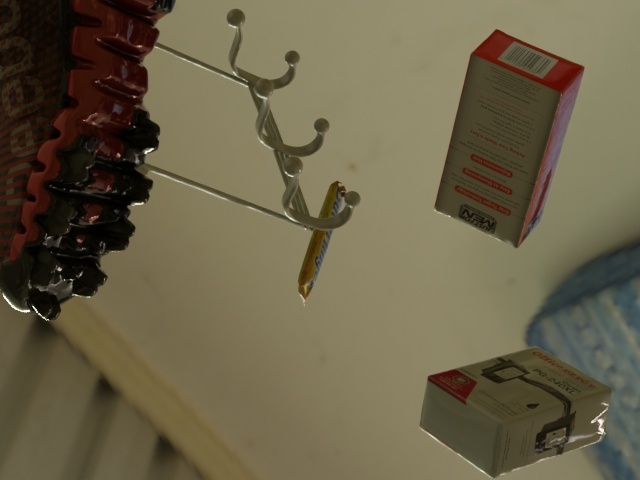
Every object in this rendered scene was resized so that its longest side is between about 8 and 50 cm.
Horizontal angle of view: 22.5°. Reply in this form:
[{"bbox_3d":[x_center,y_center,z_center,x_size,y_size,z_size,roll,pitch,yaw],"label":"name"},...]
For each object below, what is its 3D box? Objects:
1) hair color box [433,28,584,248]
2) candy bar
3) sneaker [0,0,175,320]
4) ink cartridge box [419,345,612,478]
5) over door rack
[{"bbox_3d":[0.131,-0.070,1.137,0.072,0.141,0.043,27,-137,17],"label":"hair color box"},{"bbox_3d":[0.000,0.000,1.967,0.040,0.018,0.161,62,-136,-60],"label":"candy bar"},{"bbox_3d":[-0.165,-0.094,0.962,0.097,0.135,0.276,20,-100,-69],"label":"sneaker"},{"bbox_3d":[0.189,0.161,1.549,0.150,0.063,0.109,-12,-152,-37],"label":"ink cartridge box"},{"bbox_3d":[-0.118,-0.141,1.722,0.324,0.108,0.239,9,-134,-37],"label":"over door rack"}]
